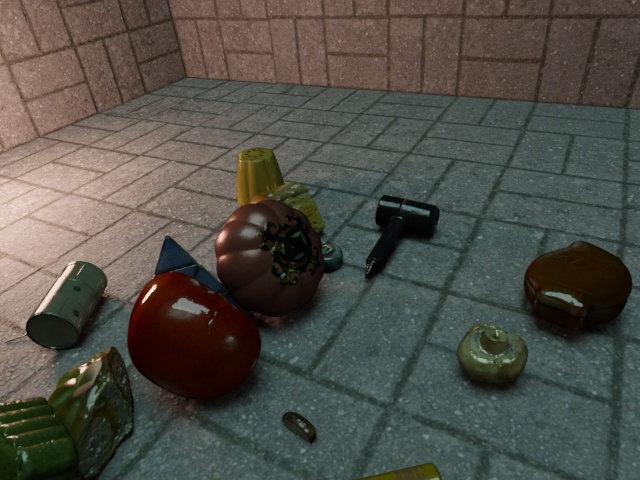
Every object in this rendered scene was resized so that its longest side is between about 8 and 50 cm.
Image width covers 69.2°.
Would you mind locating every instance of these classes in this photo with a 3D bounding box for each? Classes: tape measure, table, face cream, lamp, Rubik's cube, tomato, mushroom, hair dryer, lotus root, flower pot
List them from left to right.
[{"bbox_3d":[-0.670,0.169,1.239,0.126,0.126,0.220,-6,33,0],"label":"table"},{"bbox_3d":[-0.358,0.145,1.214,0.233,0.229,0.228,-30,-20,27],"label":"Rubik's cube"},{"bbox_3d":[-0.280,0.213,1.010,0.298,0.298,0.226,24,77,36],"label":"tomato"},{"bbox_3d":[-0.230,-0.243,1.731,0.195,0.179,0.195,-3,32,2],"label":"flower pot"},{"bbox_3d":[-0.139,0.048,1.210,0.239,0.305,0.305,-19,17,47],"label":"lamp"},{"bbox_3d":[-0.041,0.367,0.929,0.083,0.038,0.030,21,38,34],"label":"lotus root"},{"bbox_3d":[0.002,0.000,1.353,0.107,0.180,0.104,-23,22,-22],"label":"tape measure"},{"bbox_3d":[0.068,0.439,0.770,0.273,0.078,0.078,-10,34,-6],"label":"face cream"},{"bbox_3d":[0.224,0.002,1.395,0.189,0.107,0.352,14,47,24],"label":"hair dryer"},{"bbox_3d":[0.365,0.240,0.989,0.147,0.112,0.148,3,34,-2],"label":"mushroom"}]

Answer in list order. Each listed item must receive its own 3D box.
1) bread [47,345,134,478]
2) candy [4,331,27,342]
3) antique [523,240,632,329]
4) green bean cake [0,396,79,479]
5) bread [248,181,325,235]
[{"bbox_3d":[-0.479,0.339,0.938,0.156,0.158,0.261,-20,34,-14],"label":"bread"},{"bbox_3d":[-0.778,0.247,1.234,0.122,0.035,0.035,-22,48,-6],"label":"candy"},{"bbox_3d":[0.615,0.111,1.123,0.223,0.129,0.278,18,41,31],"label":"antique"},{"bbox_3d":[-0.523,0.401,0.795,0.200,0.214,0.113,22,6,36],"label":"green bean cake"},{"bbox_3d":[-0.129,-0.092,1.508,0.204,0.163,0.262,-31,50,-28],"label":"bread"}]
